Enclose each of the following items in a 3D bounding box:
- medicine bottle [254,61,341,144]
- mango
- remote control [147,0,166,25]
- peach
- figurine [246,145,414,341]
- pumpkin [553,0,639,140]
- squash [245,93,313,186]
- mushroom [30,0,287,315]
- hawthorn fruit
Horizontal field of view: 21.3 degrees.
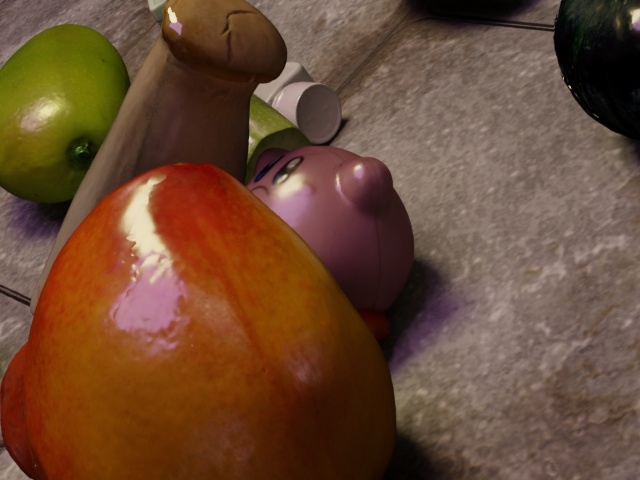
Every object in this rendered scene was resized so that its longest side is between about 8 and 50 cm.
[{"bbox_3d":[-0.060,-0.140,1.844,0.183,0.069,0.119,6,50,51],"label":"medicine bottle"},{"bbox_3d":[-0.323,-0.165,2.068,0.192,0.156,0.343,-21,29,7],"label":"mango"},{"bbox_3d":[-0.078,-0.404,2.240,0.344,0.050,0.145,-30,31,12],"label":"remote control"},{"bbox_3d":[-0.101,0.109,1.322,0.289,0.308,0.289,-34,13,9],"label":"peach"},{"bbox_3d":[0.000,0.000,1.495,0.173,0.173,0.173,-26,32,18],"label":"figurine"},{"bbox_3d":[0.310,-0.189,1.440,0.233,0.163,0.233,-30,30,19],"label":"pumpkin"},{"bbox_3d":[-0.082,-0.069,1.696,0.123,0.170,0.170,18,59,38],"label":"squash"},{"bbox_3d":[-0.147,-0.044,1.578,0.137,0.407,0.154,-16,54,-45],"label":"mushroom"},{"bbox_3d":[-0.259,0.167,1.575,0.285,0.165,0.165,-28,30,34],"label":"hawthorn fruit"}]
